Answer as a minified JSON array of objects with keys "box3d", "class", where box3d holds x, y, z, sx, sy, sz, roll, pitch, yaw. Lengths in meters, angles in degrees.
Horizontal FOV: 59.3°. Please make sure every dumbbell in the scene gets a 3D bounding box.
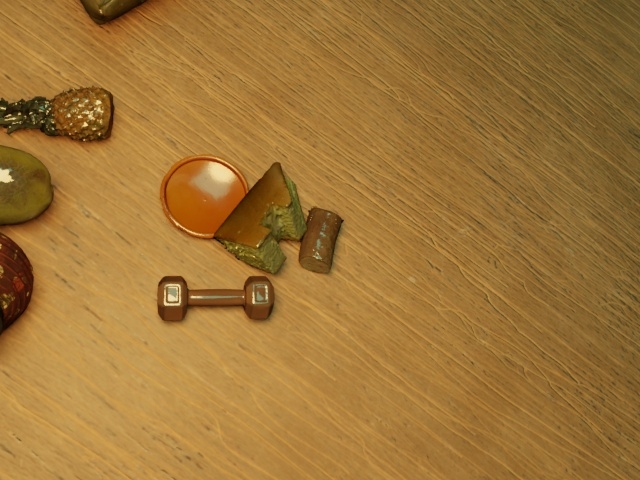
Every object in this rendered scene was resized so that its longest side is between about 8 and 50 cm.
[{"box3d":[-0.209,0.115,1.132,0.231,0.082,0.092,0,74,-16],"class":"dumbbell"}]

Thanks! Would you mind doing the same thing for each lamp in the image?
[{"box3d":[-0.617,0.071,0.956,0.247,0.247,0.247,5,72,-15],"class":"lamp"}]

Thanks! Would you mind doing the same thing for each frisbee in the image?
[{"box3d":[-0.247,-0.093,1.211,0.192,0.035,0.192,5,72,-17],"class":"frisbee"}]

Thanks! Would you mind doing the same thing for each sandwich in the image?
[{"box3d":[-0.101,-0.055,1.186,0.128,0.122,0.236,17,62,30],"class":"sandwich"}]

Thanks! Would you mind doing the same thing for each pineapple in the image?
[{"box3d":[-0.550,-0.257,1.135,0.251,0.125,0.125,-1,74,-11],"class":"pineapple"}]

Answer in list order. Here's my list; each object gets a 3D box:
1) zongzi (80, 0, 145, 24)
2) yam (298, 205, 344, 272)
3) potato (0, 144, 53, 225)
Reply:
[{"box3d":[-0.404,-0.731,1.213,0.447,0.181,0.418,-43,115,-23],"class":"zongzi"},{"box3d":[-0.001,-0.002,1.232,0.084,0.084,0.127,18,66,-10],"class":"yam"},{"box3d":[-0.625,-0.106,1.027,0.251,0.174,0.159,0,53,-14],"class":"potato"}]
